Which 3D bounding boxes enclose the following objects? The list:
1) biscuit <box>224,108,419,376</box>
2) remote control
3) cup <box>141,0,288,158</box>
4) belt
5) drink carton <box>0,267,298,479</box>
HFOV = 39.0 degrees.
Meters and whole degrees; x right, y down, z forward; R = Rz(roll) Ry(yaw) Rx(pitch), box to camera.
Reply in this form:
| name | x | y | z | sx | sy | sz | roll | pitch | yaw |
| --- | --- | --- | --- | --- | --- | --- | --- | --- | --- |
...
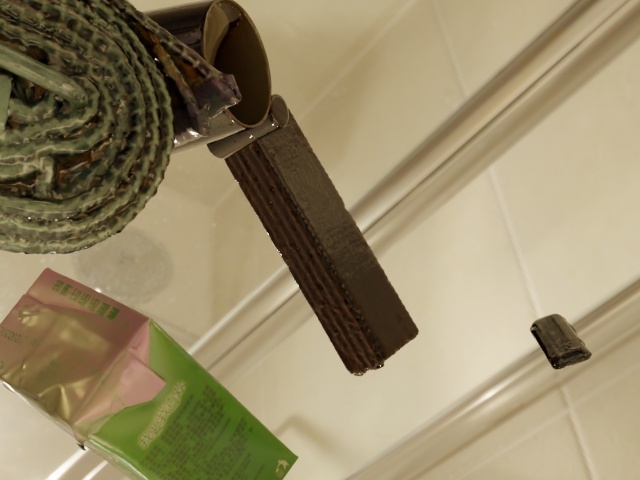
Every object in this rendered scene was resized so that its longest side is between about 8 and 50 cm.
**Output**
| name | x | y | z | sx | sy | sz | roll | pitch | yaw |
| --- | --- | --- | --- | --- | --- | --- | --- | --- | --- |
| biscuit | 0.000 | 0.000 | 1.237 | 0.107 | 0.073 | 0.388 | -28 | -92 | -51 |
| remote control | 0.225 | 0.093 | 0.855 | 0.096 | 0.039 | 0.014 | -94 | -16 | -71 |
| cup | -0.148 | -0.179 | 1.015 | 0.239 | 0.177 | 0.166 | -13 | -87 | -66 |
| belt | -0.223 | -0.095 | 0.607 | 0.295 | 0.160 | 0.207 | 29 | -106 | -28 |
| drink carton | -0.150 | 0.155 | 0.793 | 0.108 | 0.161 | 0.271 | -56 | -44 | -18 |
